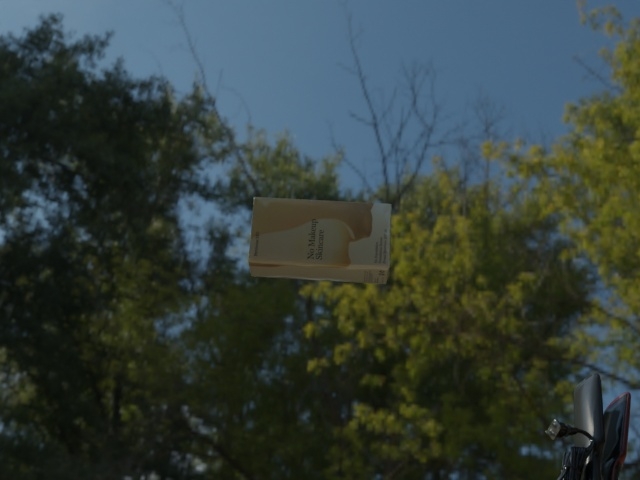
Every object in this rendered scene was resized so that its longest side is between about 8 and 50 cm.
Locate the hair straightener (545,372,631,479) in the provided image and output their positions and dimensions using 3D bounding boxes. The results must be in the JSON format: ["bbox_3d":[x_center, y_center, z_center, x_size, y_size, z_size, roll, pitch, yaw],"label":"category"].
[{"bbox_3d":[0.244,0.213,0.992,0.089,0.230,0.047,33,-45,-6],"label":"hair straightener"}]

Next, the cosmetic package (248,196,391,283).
[{"bbox_3d":[0.000,0.000,0.854,0.115,0.060,0.041,2,-21,1],"label":"cosmetic package"}]
